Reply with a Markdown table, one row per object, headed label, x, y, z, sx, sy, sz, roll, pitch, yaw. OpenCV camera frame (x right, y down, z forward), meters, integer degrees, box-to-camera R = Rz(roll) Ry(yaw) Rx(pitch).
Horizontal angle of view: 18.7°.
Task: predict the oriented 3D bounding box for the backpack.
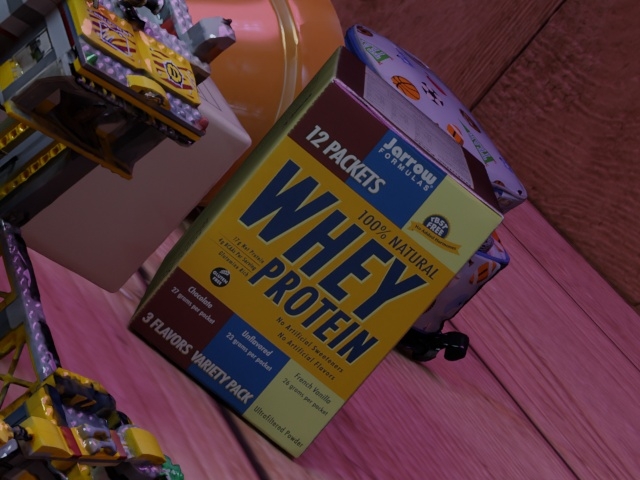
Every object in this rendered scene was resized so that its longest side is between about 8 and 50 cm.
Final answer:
| label | x | y | z | sx | sy | sz | roll | pitch | yaw |
| --- | --- | --- | --- | --- | --- | --- | --- | --- | --- |
| backpack | 0.028 | -0.056 | 1.666 | 0.263 | 0.213 | 0.276 | 11 | 32 | -51 |

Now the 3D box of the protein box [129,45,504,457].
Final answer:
| label | x | y | z | sx | sy | sz | roll | pitch | yaw |
| --- | --- | --- | --- | --- | --- | --- | --- | --- | --- |
| protein box | 0.000 | 0.000 | 1.255 | 0.136 | 0.200 | 0.201 | 39 | 9 | -6 |

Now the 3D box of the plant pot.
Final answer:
| label | x | y | z | sx | sy | sz | roll | pitch | yaw |
| --- | --- | --- | --- | --- | --- | --- | --- | --- | --- |
| plant pot | -0.116 | -0.131 | 1.492 | 0.188 | 0.205 | 0.205 | 5 | 33 | -47 |

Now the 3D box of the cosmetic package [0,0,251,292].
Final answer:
| label | x | y | z | sx | sy | sz | roll | pitch | yaw |
| --- | --- | --- | --- | --- | --- | --- | --- | --- | --- |
| cosmetic package | -0.194 | -0.114 | 0.903 | 0.309 | 0.113 | 0.160 | 34 | 14 | -41 |

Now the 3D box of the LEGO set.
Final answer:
| label | x | y | z | sx | sy | sz | roll | pitch | yaw |
| --- | --- | --- | --- | --- | --- | --- | --- | --- | --- |
| LEGO set | -0.148 | -0.034 | 0.704 | 0.331 | 0.192 | 0.255 | 35 | 27 | -40 |
